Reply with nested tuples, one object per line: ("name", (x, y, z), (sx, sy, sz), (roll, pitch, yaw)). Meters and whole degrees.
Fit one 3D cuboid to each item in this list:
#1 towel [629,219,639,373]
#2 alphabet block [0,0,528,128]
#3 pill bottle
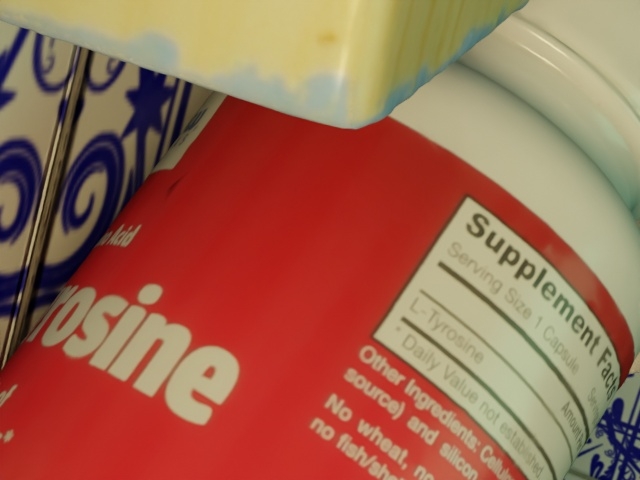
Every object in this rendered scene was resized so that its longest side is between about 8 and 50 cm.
("towel", (0.133, -0.142, 0.852), (0.053, 0.317, 0.331), (-12, 130, -23))
("alphabet block", (-0.017, -0.178, 0.521), (0.193, 0.192, 0.197), (-44, 150, -57))
("pill bottle", (0.001, 0.059, 0.661), (0.407, 0.229, 0.229), (-55, 158, -18))
